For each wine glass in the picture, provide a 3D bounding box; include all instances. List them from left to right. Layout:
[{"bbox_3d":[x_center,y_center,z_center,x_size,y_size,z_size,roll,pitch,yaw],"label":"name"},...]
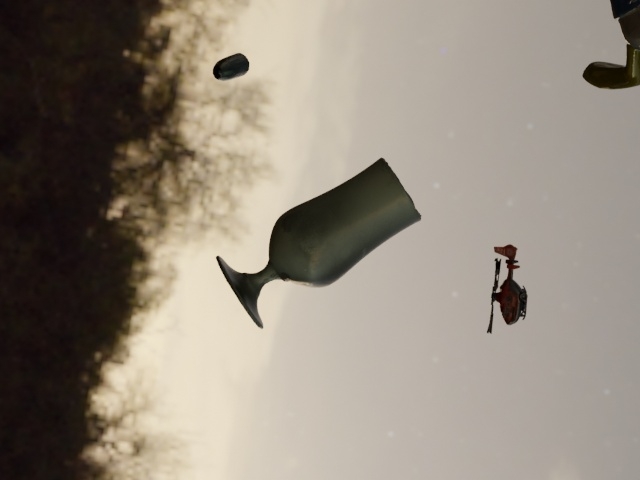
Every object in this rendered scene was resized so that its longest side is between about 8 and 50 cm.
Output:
[{"bbox_3d":[0.000,0.000,1.571,0.103,0.231,0.103,57,-1,1],"label":"wine glass"}]

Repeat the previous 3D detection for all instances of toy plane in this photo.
[{"bbox_3d":[0.295,0.077,2.114,0.037,0.060,0.145,-66,159,-77],"label":"toy plane"}]

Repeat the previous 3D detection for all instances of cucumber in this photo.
[{"bbox_3d":[-0.182,-0.339,2.661,0.105,0.048,0.048,-35,145,-58],"label":"cucumber"}]

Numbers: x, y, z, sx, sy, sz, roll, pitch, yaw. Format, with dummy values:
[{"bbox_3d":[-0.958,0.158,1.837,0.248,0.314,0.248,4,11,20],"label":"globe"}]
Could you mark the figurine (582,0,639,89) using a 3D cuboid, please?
[{"bbox_3d":[0.501,-0.442,2.160,0.283,0.204,0.338,54,-26,39],"label":"figurine"}]
